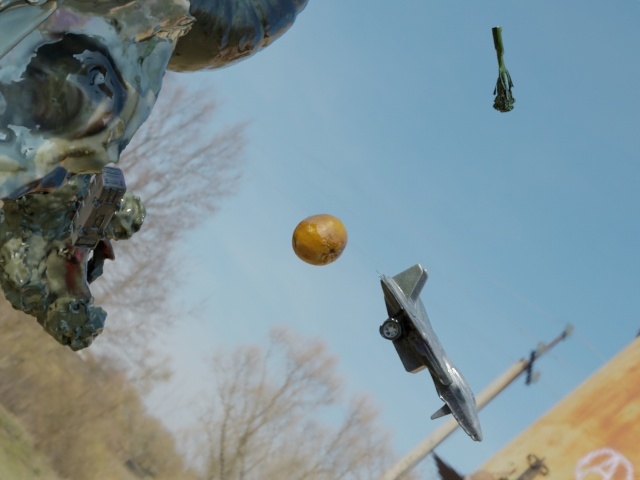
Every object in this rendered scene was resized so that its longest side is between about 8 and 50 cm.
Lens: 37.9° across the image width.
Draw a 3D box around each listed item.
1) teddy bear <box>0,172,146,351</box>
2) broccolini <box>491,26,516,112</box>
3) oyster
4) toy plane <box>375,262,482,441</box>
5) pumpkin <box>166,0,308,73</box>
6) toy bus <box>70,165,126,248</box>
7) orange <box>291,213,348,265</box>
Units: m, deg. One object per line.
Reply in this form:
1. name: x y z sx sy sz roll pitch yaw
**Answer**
1. teddy bear: -0.445 -0.048 1.591 0.224 0.357 0.367 12 -40 2
2. broccolini: 0.286 -0.273 1.497 0.035 0.030 0.140 4 -66 42
3. oyster: -0.263 -0.155 0.864 0.115 0.351 0.238 46 -19 31
4. toy plane: 0.151 0.168 1.328 0.267 0.088 0.212 70 14 16
5. pumpkin: -0.147 -0.354 1.074 0.241 0.323 0.323 35 -24 47
6. toy bus: -0.300 -0.043 1.249 0.131 0.037 0.052 -51 -134 40
7. orange: 0.000 0.000 1.360 0.070 0.083 0.083 50 -16 33
